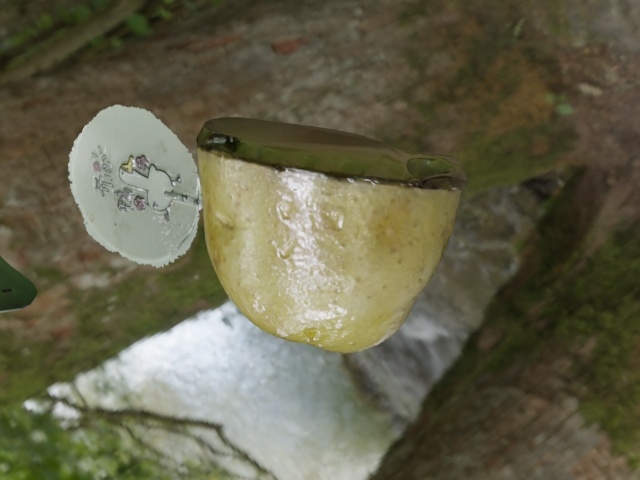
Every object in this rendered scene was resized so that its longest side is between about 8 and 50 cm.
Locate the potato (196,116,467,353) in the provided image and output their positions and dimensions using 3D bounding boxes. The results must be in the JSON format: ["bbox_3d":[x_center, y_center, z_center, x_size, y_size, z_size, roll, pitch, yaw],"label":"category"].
[{"bbox_3d":[0.000,0.000,1.204,0.242,0.285,0.242,-172,90,-83],"label":"potato"}]

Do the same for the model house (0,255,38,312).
[{"bbox_3d":[-0.244,0.040,0.563,0.117,0.167,0.088,41,121,24],"label":"model house"}]

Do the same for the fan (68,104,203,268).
[{"bbox_3d":[-0.188,-0.057,1.569,0.415,0.012,0.233,13,115,28],"label":"fan"}]
